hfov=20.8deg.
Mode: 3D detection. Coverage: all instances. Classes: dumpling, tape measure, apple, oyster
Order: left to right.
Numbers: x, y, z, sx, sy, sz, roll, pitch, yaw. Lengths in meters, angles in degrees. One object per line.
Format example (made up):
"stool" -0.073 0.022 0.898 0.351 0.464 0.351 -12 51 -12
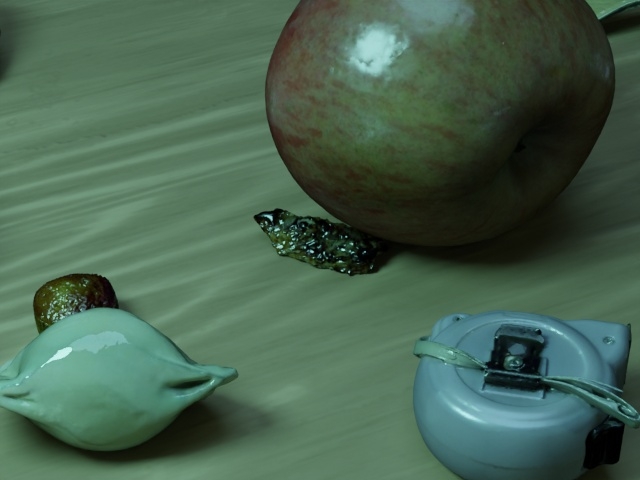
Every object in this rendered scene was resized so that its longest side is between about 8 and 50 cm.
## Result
"dumpling" -0.188 0.120 1.518 0.229 0.124 0.151 4 1 -4
"oyster" 0.000 -0.001 1.737 0.132 0.029 0.086 -1 37 -5
"apple" 0.128 -0.142 1.686 0.269 0.344 0.345 21 40 41
"tape measure" 0.176 0.130 1.505 0.196 0.105 0.178 4 38 2

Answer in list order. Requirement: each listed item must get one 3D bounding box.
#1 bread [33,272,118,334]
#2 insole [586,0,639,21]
"bread" -0.228 0.063 1.626 0.085 0.053 0.085 1 37 -1
"insole" 0.334 -0.289 2.092 0.248 0.011 0.081 -19 39 -1
